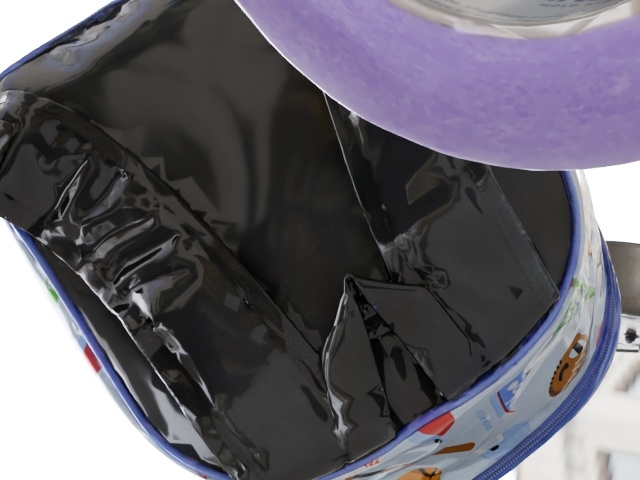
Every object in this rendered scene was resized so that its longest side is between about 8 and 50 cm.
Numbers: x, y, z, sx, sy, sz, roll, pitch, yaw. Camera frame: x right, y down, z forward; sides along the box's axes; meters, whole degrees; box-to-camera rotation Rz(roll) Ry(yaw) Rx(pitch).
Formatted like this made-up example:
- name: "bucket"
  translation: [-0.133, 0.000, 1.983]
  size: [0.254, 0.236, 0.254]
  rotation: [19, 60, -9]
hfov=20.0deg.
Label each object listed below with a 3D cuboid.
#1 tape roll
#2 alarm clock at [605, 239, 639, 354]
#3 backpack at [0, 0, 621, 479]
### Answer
- name: "tape roll"
  translation: [0.057, -0.115, 0.396]
  size: [0.080, 0.189, 0.189]
  rotation: [-27, -63, -50]
- name: "alarm clock"
  translation: [0.219, 0.050, 1.433]
  size: [0.129, 0.192, 0.064]
  rotation: [26, -112, -39]
- name: "backpack"
  translation: [0.000, 0.000, 0.815]
  size: [0.276, 0.263, 0.213]
  rotation: [-34, -36, 8]
